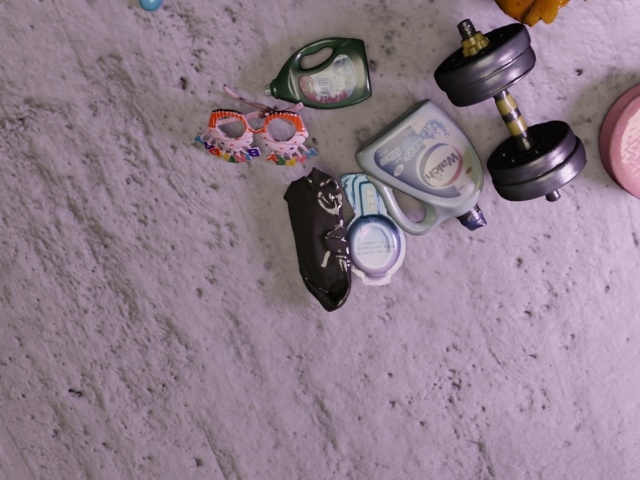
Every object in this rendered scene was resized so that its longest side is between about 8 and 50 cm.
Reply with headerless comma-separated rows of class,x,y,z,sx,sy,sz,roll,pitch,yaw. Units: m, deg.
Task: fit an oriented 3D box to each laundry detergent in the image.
laundry detergent,0.223,-0.119,1.384,0.215,0.105,0.280,-36,103,8
laundry detergent,-0.010,-0.325,1.364,0.211,0.063,0.137,-7,107,10

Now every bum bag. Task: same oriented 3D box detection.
bum bag,0.000,0.000,1.450,0.142,0.080,0.326,9,116,41

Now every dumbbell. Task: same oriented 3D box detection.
dumbbell,0.353,-0.234,1.277,0.185,0.185,0.388,-28,110,14

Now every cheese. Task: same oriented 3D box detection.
cheese,0.109,-0.023,1.453,0.135,0.052,0.244,-5,99,5

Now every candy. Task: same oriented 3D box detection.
candy,0.671,-0.197,1.320,0.255,0.094,0.255,2,108,6

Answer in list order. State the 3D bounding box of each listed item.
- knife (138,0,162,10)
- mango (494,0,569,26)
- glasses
knife,-0.319,-0.558,1.333,0.064,0.031,0.222,12,112,-2
mango,0.363,-0.521,1.203,0.152,0.201,0.287,-25,110,-31
glasses,-0.131,-0.224,1.406,0.255,0.095,0.162,6,139,4
